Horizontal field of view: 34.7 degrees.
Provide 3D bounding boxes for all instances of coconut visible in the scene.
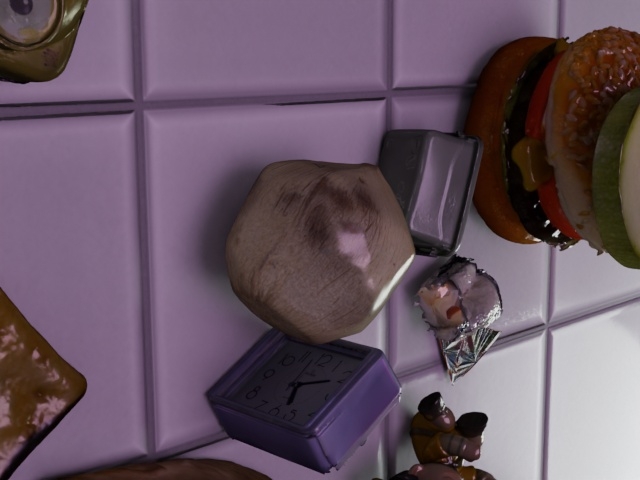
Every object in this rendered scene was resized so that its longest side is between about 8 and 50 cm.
[{"bbox_3d":[0.000,0.000,1.178,0.224,0.224,0.224,-10,104,-43],"label":"coconut"}]

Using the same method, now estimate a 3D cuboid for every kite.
[{"bbox_3d":[0.216,0.141,1.547,0.190,0.010,0.159,24,79,-45],"label":"kite"}]

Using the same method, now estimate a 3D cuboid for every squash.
[{"bbox_3d":[0.445,-0.088,1.358,0.252,0.049,0.252,-5,98,-42],"label":"squash"}]

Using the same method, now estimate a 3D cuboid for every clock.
[{"bbox_3d":[-0.018,0.178,1.192,0.144,0.193,0.073,-44,124,-30],"label":"clock"}]

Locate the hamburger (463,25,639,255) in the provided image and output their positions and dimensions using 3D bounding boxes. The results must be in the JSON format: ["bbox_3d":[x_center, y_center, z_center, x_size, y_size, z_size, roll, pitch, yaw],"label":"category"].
[{"bbox_3d":[0.381,-0.145,1.489,0.330,0.250,0.329,-11,106,-44],"label":"hamburger"}]

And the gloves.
[{"bbox_3d":[0.200,0.081,1.473,0.153,0.070,0.114,-24,79,-44],"label":"gloves"}]

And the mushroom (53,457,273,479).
[{"bbox_3d":[-0.084,0.378,1.108,0.397,0.314,0.224,3,99,-50],"label":"mushroom"}]

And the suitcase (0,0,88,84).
[{"bbox_3d":[-0.301,-0.247,0.870,0.235,0.143,0.193,18,84,-45],"label":"suitcase"}]

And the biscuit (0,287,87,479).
[{"bbox_3d":[-0.327,0.148,0.992,0.174,0.039,0.183,-46,126,-26],"label":"biscuit"}]

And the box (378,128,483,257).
[{"bbox_3d":[0.131,-0.070,1.354,0.093,0.124,0.172,17,84,-35],"label":"box"}]

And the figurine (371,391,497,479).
[{"bbox_3d":[0.154,0.356,1.423,0.192,0.167,0.256,45,43,-26],"label":"figurine"}]
